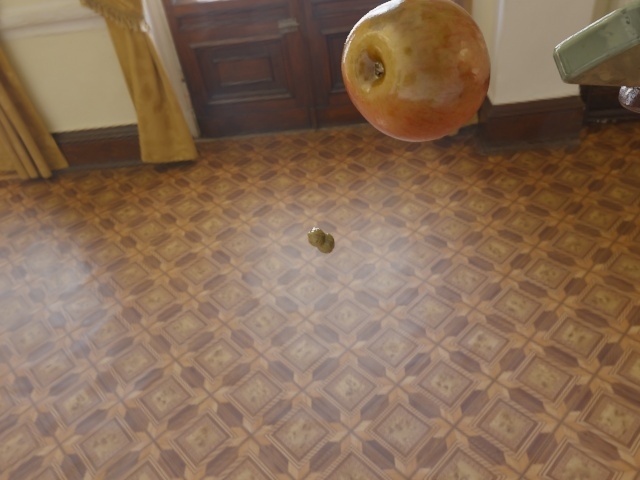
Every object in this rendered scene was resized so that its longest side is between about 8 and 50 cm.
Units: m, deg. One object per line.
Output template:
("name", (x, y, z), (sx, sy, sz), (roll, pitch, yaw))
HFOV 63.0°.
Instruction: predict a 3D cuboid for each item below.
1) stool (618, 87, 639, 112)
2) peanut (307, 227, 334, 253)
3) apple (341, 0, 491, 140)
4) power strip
("stool", (0.788, -0.376, 1.099), (0.272, 0.178, 0.272), (-8, 30, 5))
("peanut", (0.000, 0.000, 0.912), (0.037, 0.083, 0.037), (-7, 75, 26))
("apple", (0.234, -0.431, 1.319), (0.364, 0.363, 0.363), (-5, 40, 4))
("power strip", (0.472, -0.280, 0.717), (0.265, 0.059, 0.194), (-9, -8, -35))
